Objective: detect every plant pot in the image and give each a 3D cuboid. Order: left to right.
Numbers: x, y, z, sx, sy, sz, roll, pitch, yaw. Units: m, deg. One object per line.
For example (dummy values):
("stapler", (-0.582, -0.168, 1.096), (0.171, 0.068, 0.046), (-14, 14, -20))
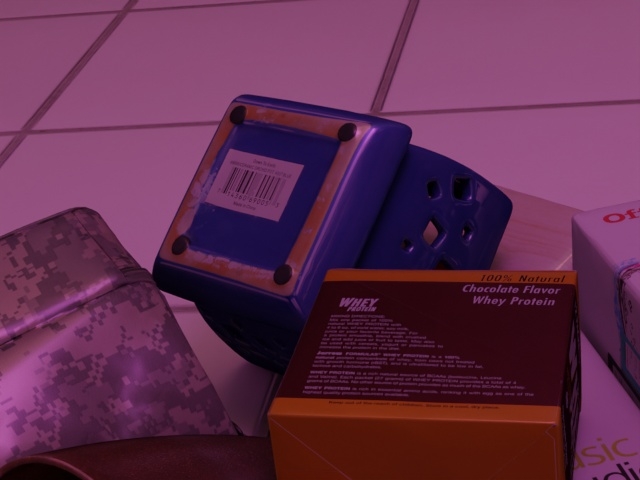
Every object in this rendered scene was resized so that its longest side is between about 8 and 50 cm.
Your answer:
("plant pot", (-0.095, 0.227, 1.091), (0.215, 0.215, 0.230), (16, 22, 39))
("plant pot", (0.000, 0.000, 1.362), (0.236, 0.212, 0.236), (15, 75, 40))

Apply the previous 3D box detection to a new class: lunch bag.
("lunch bag", (-0.243, 0.158, 1.230), (0.305, 0.213, 0.256), (-25, 57, -31))

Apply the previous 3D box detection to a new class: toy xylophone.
("toy xylophone", (0.147, 0.029, 1.501), (0.236, 0.081, 0.322), (-36, 38, -21))

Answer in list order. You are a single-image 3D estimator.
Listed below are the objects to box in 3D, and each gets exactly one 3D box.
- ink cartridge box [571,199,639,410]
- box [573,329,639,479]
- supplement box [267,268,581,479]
("ink cartridge box", (0.339, 0.098, 1.191), (0.198, 0.197, 0.270), (-12, 28, -6))
("box", (0.143, 0.183, 1.129), (0.232, 0.058, 0.322), (-12, 27, -8))
("supplement box", (0.084, 0.122, 1.061), (0.191, 0.129, 0.194), (0, 29, 13))
